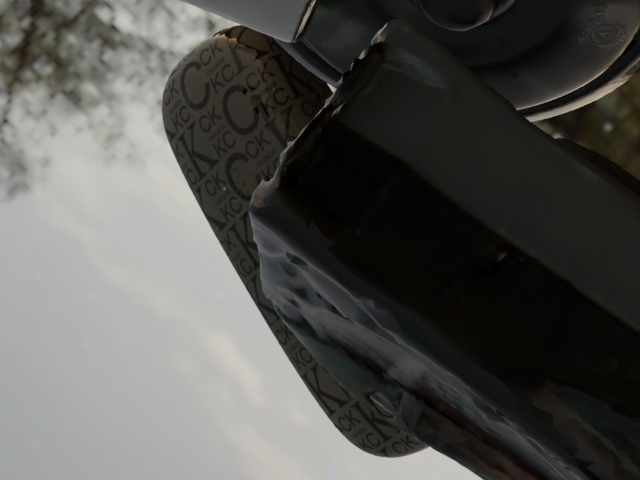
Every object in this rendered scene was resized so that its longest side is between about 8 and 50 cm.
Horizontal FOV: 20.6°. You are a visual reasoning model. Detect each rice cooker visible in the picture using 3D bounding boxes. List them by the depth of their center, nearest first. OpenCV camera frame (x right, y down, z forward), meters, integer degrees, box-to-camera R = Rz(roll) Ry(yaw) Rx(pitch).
[{"bbox_3d":[0.080,-0.191,0.914,0.227,0.280,0.241,-79,-25,-45],"label":"rice cooker"}]

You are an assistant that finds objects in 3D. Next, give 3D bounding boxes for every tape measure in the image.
[{"bbox_3d":[0.065,0.024,0.610,0.182,0.107,0.181,36,170,1],"label":"tape measure"}]

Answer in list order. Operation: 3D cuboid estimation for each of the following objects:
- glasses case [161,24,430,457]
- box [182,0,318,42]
[{"bbox_3d":[0.000,0.000,1.342,0.085,0.137,0.354,-26,-96,-54],"label":"glasses case"},{"bbox_3d":[-0.020,-0.183,0.389,0.145,0.173,0.333,22,170,-3],"label":"box"}]
